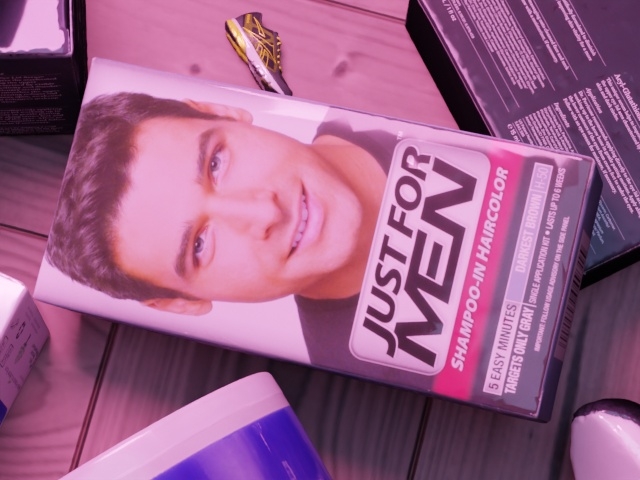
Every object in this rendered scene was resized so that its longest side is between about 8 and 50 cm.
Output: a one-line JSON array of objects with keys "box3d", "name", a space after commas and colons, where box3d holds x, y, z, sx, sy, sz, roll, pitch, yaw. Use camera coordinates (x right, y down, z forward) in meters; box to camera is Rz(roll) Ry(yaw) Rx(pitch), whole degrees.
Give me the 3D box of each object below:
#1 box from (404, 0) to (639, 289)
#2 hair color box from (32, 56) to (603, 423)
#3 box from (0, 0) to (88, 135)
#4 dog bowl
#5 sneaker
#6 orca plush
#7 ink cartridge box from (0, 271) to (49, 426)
[{"box3d": [0.206, -0.111, 1.412, 0.184, 0.103, 0.261, -26, 79, -5], "name": "box"}, {"box3d": [0.000, 0.000, 1.314, 0.374, 0.113, 0.185, 12, 85, 14], "name": "hair color box"}, {"box3d": [-0.232, -0.176, 1.348, 0.108, 0.207, 0.153, -2, 76, -4], "name": "box"}, {"box3d": [-0.121, 0.202, 1.234, 0.265, 0.265, 0.104, -30, 83, -10], "name": "dog bowl"}, {"box3d": [-0.043, -0.149, 1.443, 0.035, 0.031, 0.083, -32, 80, -11], "name": "sneaker"}, {"box3d": [0.290, 0.233, 1.337, 0.102, 0.151, 0.287, -28, 74, -41], "name": "orca plush"}, {"box3d": [-0.297, 0.183, 1.279, 0.065, 0.165, 0.333, 23, 75, 2], "name": "ink cartridge box"}]
